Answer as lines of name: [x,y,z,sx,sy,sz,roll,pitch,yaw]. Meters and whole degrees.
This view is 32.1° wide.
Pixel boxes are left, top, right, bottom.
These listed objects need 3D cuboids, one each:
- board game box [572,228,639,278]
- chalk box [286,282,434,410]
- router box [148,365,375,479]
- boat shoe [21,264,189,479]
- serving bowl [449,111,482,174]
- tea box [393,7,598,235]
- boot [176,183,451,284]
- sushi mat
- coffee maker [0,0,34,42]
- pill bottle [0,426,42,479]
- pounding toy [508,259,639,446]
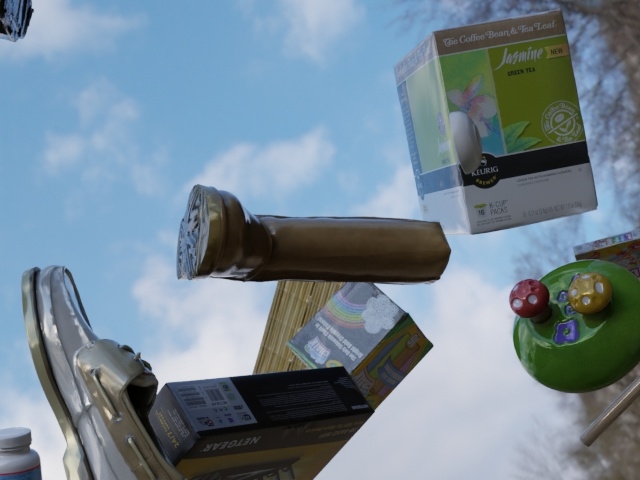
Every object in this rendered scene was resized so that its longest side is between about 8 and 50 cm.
board game box: [0.563,0.034,2.091,0.154,0.026,0.103,-16,-50,16]
chalk box: [0.048,0.183,1.752,0.213,0.132,0.132,-46,-38,-5]
router box: [-0.114,0.264,1.326,0.308,0.081,0.243,2,-46,-50]
boat shoe: [-0.210,0.152,1.099,0.103,0.302,0.113,-22,-19,0]
serving bowl: [0.191,-0.128,1.431,0.027,0.083,0.083,-15,-28,18]
tea box: [0.279,-0.182,1.848,0.219,0.324,0.329,-12,2,-7]
boot: [0.000,0.000,1.103,0.269,0.089,0.236,2,-3,-12]
sushi mat: [-0.032,0.166,1.980,0.019,0.151,0.317,-26,-40,-50]
coffee maker: [-0.394,-0.259,1.129,0.178,0.120,0.171,8,-29,-6]
pill bottle: [-0.473,0.375,1.718,0.087,0.160,0.087,-3,5,0]
pounding toy: [0.315,0.100,1.349,0.183,0.237,0.110,-38,-47,8]
